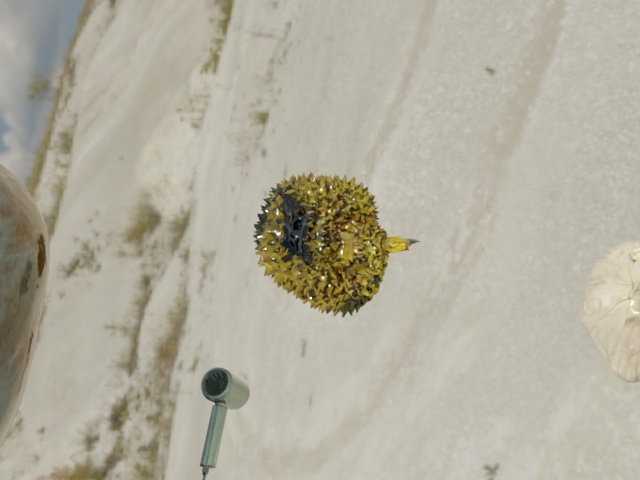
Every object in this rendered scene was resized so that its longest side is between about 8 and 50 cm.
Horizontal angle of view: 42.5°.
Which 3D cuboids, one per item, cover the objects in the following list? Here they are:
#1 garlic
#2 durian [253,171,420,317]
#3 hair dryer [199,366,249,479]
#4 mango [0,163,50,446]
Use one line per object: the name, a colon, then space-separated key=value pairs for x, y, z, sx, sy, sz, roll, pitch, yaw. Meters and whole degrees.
garlic: x=0.441 y=0.078 z=1.090 sx=0.212 sy=0.218 sz=0.219 roll=43 pitch=-138 yaw=-54
durian: x=0.000 y=0.000 z=1.101 sx=0.237 sy=0.137 sz=0.193 roll=-5 pitch=75 yaw=41
hair dryer: x=-0.113 y=0.208 z=0.913 sx=0.063 sy=0.038 sz=0.124 roll=52 pitch=-136 yaw=-62
mango: x=-0.313 y=0.101 z=0.542 sx=0.384 sy=0.199 sz=0.221 roll=-56 pitch=-9 yaw=6
